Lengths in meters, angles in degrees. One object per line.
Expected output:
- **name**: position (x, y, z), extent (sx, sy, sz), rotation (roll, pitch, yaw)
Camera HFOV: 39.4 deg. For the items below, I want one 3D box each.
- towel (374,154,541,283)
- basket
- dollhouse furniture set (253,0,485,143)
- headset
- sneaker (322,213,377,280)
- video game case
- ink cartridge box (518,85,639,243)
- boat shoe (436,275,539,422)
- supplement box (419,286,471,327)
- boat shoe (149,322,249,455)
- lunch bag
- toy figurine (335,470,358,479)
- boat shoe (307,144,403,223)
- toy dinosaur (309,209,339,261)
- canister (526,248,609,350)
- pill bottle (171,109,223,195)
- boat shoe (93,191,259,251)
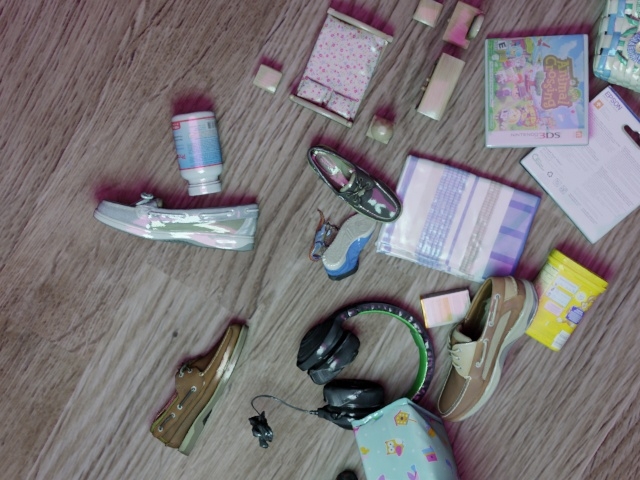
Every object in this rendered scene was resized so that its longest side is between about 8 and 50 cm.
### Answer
- **towel**: position (0.271, -0.035, 1.779), extent (0.285, 0.034, 0.209), rotation (18, 99, 0)
- **basket**: position (0.655, -0.363, 1.627), extent (0.289, 0.201, 0.254), rotation (9, 97, 12)
- **dollhouse furniture set**: position (0.086, -0.362, 1.674), extent (0.356, 0.174, 0.303), rotation (24, 98, -1)
- **headset**: position (0.041, 0.277, 1.759), extent (0.394, 0.185, 0.243), rotation (-26, 95, -5)
- **sneaker**: position (0.061, 0.016, 1.791), extent (0.058, 0.084, 0.152), rotation (27, 64, 23)
- **video game case**: position (0.414, -0.285, 1.713), extent (0.194, 0.023, 0.212), rotation (0, 88, 11)
- **ink cartridge box**: position (0.542, -0.147, 1.742), extent (0.224, 0.045, 0.223), rotation (-41, 93, 7)
- **boat shoe**: position (0.299, 0.205, 1.748), extent (0.117, 0.123, 0.324), rotation (20, 103, -21)
- **supplement box**: position (0.254, 0.135, 1.801), extent (0.099, 0.036, 0.062), rotation (-11, 98, 4)
- **boat shoe**: position (-0.249, 0.291, 1.813), extent (0.105, 0.111, 0.307), rotation (27, 98, -2)
- **lunch bag**: position (0.189, 0.451, 1.708), extent (0.160, 0.262, 0.223), rotation (-27, 54, 15)
- **toy figurine**: position (0.082, 0.577, 1.785), extent (0.213, 0.209, 0.148), rotation (30, 110, -1)
- **boat shoe**: position (0.060, -0.109, 1.746), extent (0.224, 0.073, 0.080), rotation (39, 102, 8)
- **toy dinosaur**: position (0.000, 0.000, 1.807), extent (0.082, 0.047, 0.090), rotation (-44, 60, 16)
- **canister**: position (0.468, 0.119, 1.770), extent (0.126, 0.073, 0.169), rotation (32, 100, -1)
- **pill bottle**: position (-0.240, -0.172, 1.761), extent (0.087, 0.087, 0.160), rotation (-8, 97, 4)
- **boat shoe**: position (-0.285, -0.048, 1.772), extent (0.321, 0.118, 0.103), rotation (9, 92, -2)
